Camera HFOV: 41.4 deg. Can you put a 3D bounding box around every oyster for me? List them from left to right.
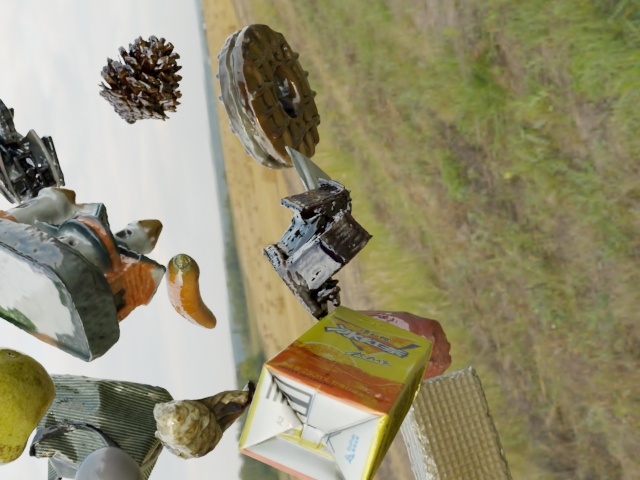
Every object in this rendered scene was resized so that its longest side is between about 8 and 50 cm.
[{"bbox_3d":[-0.185,0.313,1.516,0.094,0.294,0.166,49,128,21],"label":"oyster"}]

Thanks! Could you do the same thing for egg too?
[{"bbox_3d":[-0.442,0.532,1.786,0.146,0.146,0.198,-134,30,-80],"label":"egg"}]

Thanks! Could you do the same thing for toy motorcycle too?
[{"bbox_3d":[-0.590,-0.126,1.660,0.188,0.143,0.327,-3,114,53],"label":"toy motorcycle"}]

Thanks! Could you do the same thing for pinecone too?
[{"bbox_3d":[-0.324,-0.297,1.565,0.173,0.174,0.173,172,90,-84],"label":"pinecone"}]

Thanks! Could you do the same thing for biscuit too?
[{"bbox_3d":[-0.109,-0.313,1.868,0.332,0.103,0.332,38,-135,-52],"label":"biscuit"},{"bbox_3d":[0.227,0.409,1.258,0.078,0.144,0.426,138,116,-69],"label":"biscuit"}]

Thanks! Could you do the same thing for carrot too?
[{"bbox_3d":[-0.224,0.104,1.461,0.271,0.062,0.066,86,-176,-56],"label":"carrot"}]

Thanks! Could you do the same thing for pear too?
[{"bbox_3d":[-0.539,0.261,1.371,0.197,0.197,0.197,172,90,-84],"label":"pear"}]

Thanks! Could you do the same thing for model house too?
[{"bbox_3d":[-0.362,0.008,1.313,0.301,0.271,0.190,-39,-43,-43],"label":"model house"},{"bbox_3d":[0.007,0.008,1.230,0.141,0.164,0.203,45,-177,-31],"label":"model house"}]

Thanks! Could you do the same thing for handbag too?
[{"bbox_3d":[-0.532,0.469,2.066,0.247,0.341,0.240,99,180,-57],"label":"handbag"}]

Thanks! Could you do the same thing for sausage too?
[{"bbox_3d":[0.122,0.212,1.685,0.152,0.280,0.152,-2,-87,-59],"label":"sausage"}]

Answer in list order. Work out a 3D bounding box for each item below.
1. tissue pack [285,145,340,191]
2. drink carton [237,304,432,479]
[{"bbox_3d":[0.002,-0.108,1.709,0.193,0.026,0.122,32,-151,-53],"label":"tissue pack"},{"bbox_3d":[0.036,0.185,1.059,0.351,0.155,0.111,-22,-49,-74],"label":"drink carton"}]
